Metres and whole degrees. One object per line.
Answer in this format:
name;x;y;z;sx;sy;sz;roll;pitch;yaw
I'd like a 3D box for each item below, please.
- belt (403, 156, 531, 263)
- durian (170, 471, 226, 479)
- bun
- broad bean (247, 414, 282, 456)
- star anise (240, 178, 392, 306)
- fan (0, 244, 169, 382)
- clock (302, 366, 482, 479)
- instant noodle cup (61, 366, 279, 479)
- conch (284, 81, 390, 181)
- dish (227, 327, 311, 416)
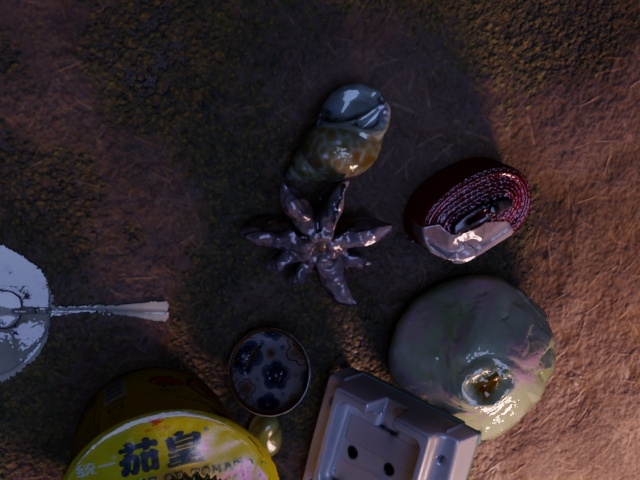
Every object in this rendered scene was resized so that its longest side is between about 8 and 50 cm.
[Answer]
belt;0.236;-0.049;1.623;0.200;0.124;0.128;-31;109;-6
durian;-0.158;0.444;1.362;0.200;0.176;0.237;5;117;4
bun;0.263;0.206;1.668;0.293;0.187;0.293;-4;104;-16
broad bean;-0.091;0.322;1.681;0.063;0.045;0.083;-10;116;-25
star anise;0.000;0.000;1.580;0.229;0.093;0.236;-16;117;2
fan;-0.435;0.107;1.539;0.414;0.012;0.233;-2;108;-15
clock;0.095;0.357;1.622;0.116;0.262;0.231;-1;111;-55
instant noodle cup;-0.241;0.351;1.533;0.325;0.254;0.326;-4;106;-15
conch;0.036;-0.155;1.554;0.116;0.106;0.173;25;83;-12
dish;-0.072;0.210;1.645;0.141;0.078;0.141;-1;86;18
